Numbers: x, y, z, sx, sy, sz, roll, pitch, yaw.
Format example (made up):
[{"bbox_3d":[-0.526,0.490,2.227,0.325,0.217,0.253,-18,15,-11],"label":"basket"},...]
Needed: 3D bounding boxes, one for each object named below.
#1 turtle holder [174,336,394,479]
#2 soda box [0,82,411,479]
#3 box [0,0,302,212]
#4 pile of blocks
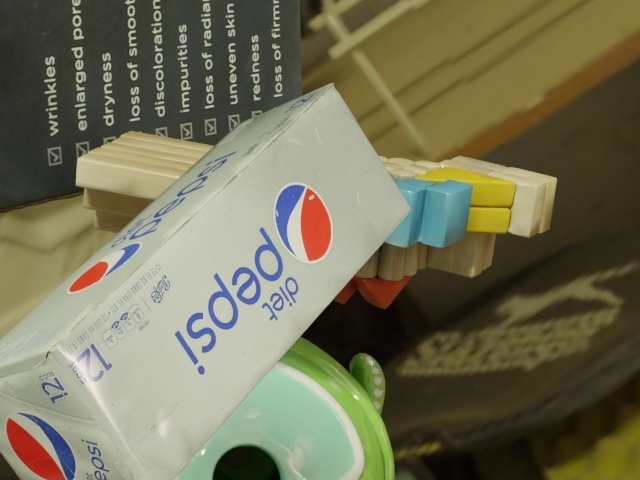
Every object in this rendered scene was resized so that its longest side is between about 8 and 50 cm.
[{"bbox_3d":[-0.057,0.219,1.238,0.243,0.320,0.227,-28,19,22],"label":"turtle holder"},{"bbox_3d":[-0.066,0.027,0.874,0.091,0.098,0.286,-19,20,42],"label":"soda box"},{"bbox_3d":[-0.269,-0.282,1.249,0.297,0.480,0.472,9,15,35],"label":"box"},{"bbox_3d":[0.000,0.000,1.151,0.362,0.112,0.149,3,17,-10],"label":"pile of blocks"}]
